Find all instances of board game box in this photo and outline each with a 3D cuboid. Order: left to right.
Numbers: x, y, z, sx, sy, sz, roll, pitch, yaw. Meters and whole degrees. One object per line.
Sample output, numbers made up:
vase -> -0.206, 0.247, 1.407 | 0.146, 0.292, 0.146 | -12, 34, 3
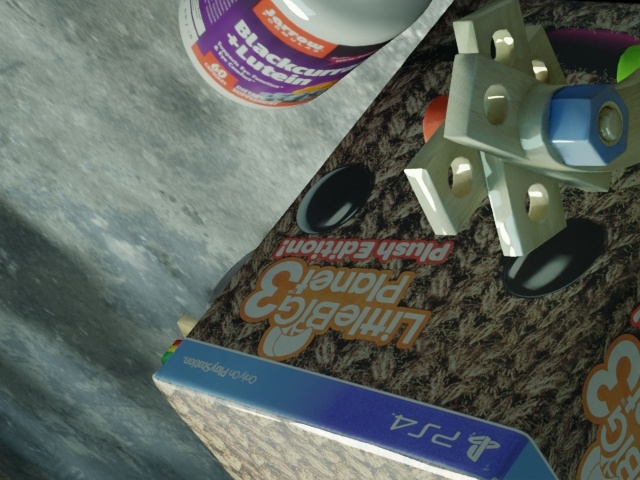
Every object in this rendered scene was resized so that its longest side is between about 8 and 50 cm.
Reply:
board game box -> 0.104, 0.026, 0.872 | 0.232, 0.291, 0.141 | 10, 145, 46

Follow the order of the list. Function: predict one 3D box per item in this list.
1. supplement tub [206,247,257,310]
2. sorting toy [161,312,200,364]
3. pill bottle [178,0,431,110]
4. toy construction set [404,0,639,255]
supplement tub -> 0.002, 0.095, 1.373 | 0.198, 0.106, 0.106 | 45, 155, -16
sorting toy -> -0.042, 0.121, 1.552 | 0.275, 0.046, 0.132 | 23, 152, 32
pill bottle -> 0.000, -0.146, 0.931 | 0.108, 0.108, 0.193 | 41, 156, -8
toy construction set -> 0.206, -0.044, 0.671 | 0.328, 0.215, 0.151 | 11, 154, 30
